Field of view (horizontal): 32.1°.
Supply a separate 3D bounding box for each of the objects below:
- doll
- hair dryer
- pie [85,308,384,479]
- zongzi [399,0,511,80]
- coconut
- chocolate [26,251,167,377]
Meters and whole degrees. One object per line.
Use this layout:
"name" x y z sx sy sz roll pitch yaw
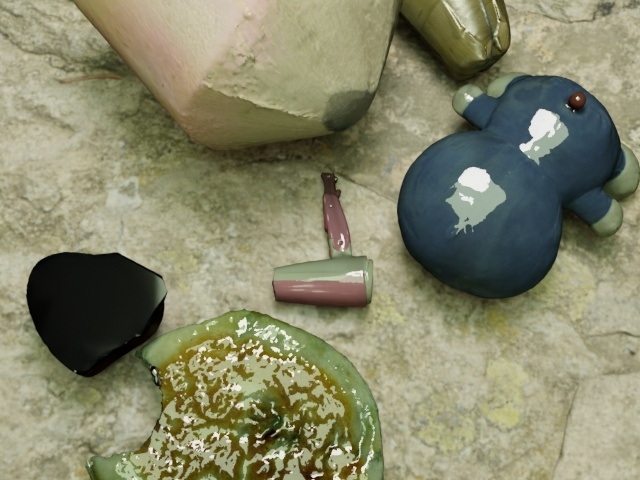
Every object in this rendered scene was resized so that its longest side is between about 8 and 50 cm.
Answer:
"doll" 0.202 -0.057 1.174 0.228 0.154 0.258 42 83 7
"hair dryer" 0.007 -0.002 1.203 0.106 0.054 0.154 2 63 5
"pie" -0.078 0.215 1.117 0.302 0.067 0.303 0 74 -1
"zongzi" 0.179 -0.324 1.276 0.256 0.115 0.228 -38 80 -22
"coconut" -0.065 -0.238 1.141 0.297 0.297 0.309 -43 78 -12
"chocolate" -0.221 0.080 1.148 0.148 0.080 0.125 0 78 8
